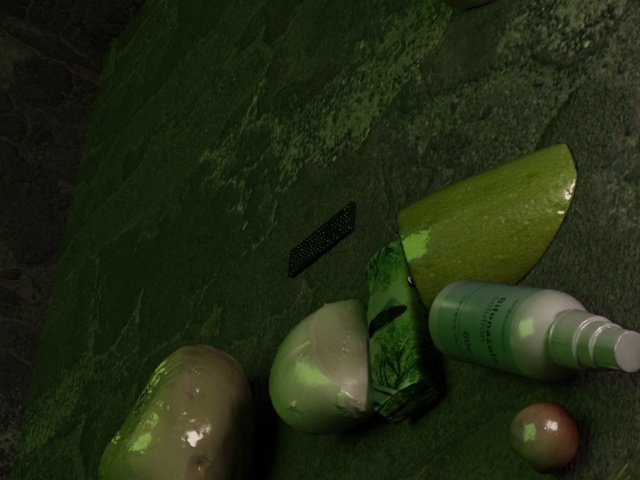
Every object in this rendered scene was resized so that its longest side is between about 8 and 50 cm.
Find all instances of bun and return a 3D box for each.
[{"bbox_3d":[-0.231,0.342,2.227,0.326,0.235,0.362,-63,8,-5],"label":"bun"}]

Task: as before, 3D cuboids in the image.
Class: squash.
[{"bbox_3d":[0.245,-0.004,1.774,0.261,0.189,0.189,-21,39,10],"label":"squash"}]

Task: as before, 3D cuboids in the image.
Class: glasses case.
[{"bbox_3d":[0.114,0.126,1.863,0.095,0.062,0.272,-36,37,28],"label":"glasses case"}]

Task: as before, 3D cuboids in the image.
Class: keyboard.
[{"bbox_3d":[0.000,0.000,2.285,0.204,0.013,0.061,-39,37,47],"label":"keyboard"}]

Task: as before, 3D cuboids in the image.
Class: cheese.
[{"bbox_3d":[0.007,0.202,1.933,0.189,0.154,0.198,-50,28,42],"label":"cheese"}]

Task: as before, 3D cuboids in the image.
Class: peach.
[{"bbox_3d":[0.259,0.226,1.483,0.083,0.083,0.083,-46,32,40],"label":"peach"}]

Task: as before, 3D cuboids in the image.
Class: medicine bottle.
[{"bbox_3d":[0.259,0.111,1.536,0.352,0.110,0.110,5,74,65],"label":"medicine bottle"}]

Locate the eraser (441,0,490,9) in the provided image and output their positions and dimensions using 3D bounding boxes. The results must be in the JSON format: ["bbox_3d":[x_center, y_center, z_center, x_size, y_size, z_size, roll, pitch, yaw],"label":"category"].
[{"bbox_3d":[0.260,-0.466,2.089,0.117,0.058,0.172,-2,68,64],"label":"eraser"}]
